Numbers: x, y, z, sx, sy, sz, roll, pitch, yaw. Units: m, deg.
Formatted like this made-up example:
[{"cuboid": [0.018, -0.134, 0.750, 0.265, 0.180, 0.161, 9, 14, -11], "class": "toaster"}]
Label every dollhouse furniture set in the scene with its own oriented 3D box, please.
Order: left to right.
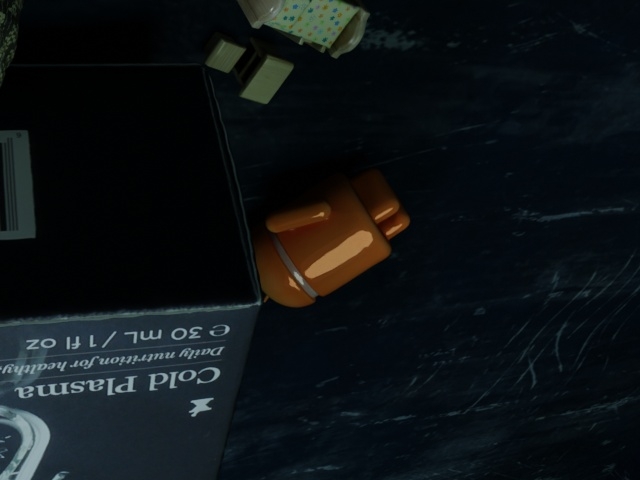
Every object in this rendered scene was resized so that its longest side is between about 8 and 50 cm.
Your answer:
[{"cuboid": [-0.077, -0.206, 0.983, 0.182, 0.101, 0.161, 11, 130, -42], "class": "dollhouse furniture set"}]

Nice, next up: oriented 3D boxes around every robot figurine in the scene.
[{"cuboid": [-0.001, -0.001, 1.273, 0.219, 0.128, 0.158, -33, -176, 7], "class": "robot figurine"}]

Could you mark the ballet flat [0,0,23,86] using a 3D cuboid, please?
[{"cuboid": [-0.318, -0.224, 0.646, 0.164, 0.181, 0.483, -13, 159, 6], "class": "ballet flat"}]

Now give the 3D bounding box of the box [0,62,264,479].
[{"cuboid": [-0.340, 0.102, 0.967, 0.480, 0.297, 0.471, -4, 142, -17], "class": "box"}]
